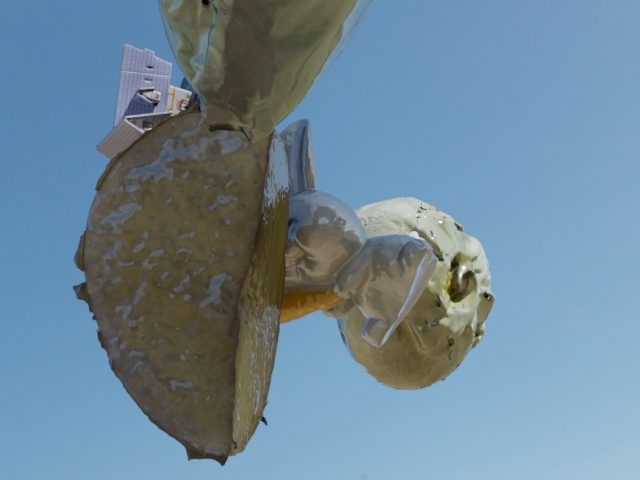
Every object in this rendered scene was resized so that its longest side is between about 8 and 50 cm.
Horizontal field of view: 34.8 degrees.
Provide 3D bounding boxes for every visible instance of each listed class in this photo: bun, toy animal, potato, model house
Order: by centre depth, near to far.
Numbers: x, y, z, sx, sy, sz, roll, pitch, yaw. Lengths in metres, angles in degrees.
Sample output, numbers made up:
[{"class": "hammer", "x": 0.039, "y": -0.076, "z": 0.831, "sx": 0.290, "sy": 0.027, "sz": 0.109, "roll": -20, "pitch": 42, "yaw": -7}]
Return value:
[{"class": "potato", "x": -0.096, "y": 0.026, "z": 0.734, "sx": 0.138, "sy": 0.243, "sz": 0.098, "roll": 7, "pitch": -2, "yaw": 13}, {"class": "toy animal", "x": 0.000, "y": 0.000, "z": 0.826, "sx": 0.127, "sy": 0.181, "sz": 0.131, "roll": -40, "pitch": -21, "yaw": -51}, {"class": "model house", "x": -0.160, "y": -0.119, "z": 1.005, "sx": 0.088, "sy": 0.167, "sz": 0.117, "roll": 14, "pitch": -19, "yaw": -28}, {"class": "bun", "x": 0.120, "y": 0.061, "z": 1.219, "sx": 0.141, "sy": 0.239, "sz": 0.239, "roll": -7, "pitch": -9, "yaw": 42}]

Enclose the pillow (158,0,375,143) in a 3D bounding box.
[{"class": "pillow", "x": -0.007, "y": -0.245, "z": 0.595, "sx": 0.138, "sy": 0.283, "sz": 0.310, "roll": 12, "pitch": -65, "yaw": 0}]
